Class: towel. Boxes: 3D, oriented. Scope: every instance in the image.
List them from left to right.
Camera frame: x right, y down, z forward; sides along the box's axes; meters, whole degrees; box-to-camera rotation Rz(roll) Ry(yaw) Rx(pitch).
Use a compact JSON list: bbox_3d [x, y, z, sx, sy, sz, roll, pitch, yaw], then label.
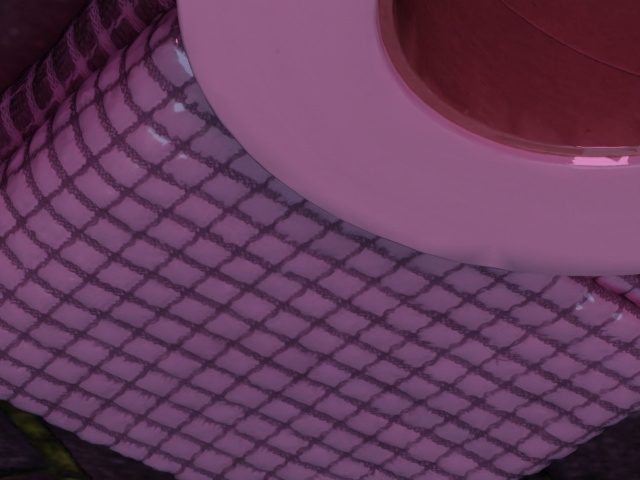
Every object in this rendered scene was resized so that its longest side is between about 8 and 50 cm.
[{"bbox_3d":[0.000,0.000,0.801,0.283,0.121,0.235,26,136,-27],"label":"towel"}]

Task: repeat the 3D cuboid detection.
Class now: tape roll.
[{"bbox_3d":[0.084,-0.126,0.576,0.246,0.169,0.246,1,143,1],"label":"tape roll"}]
